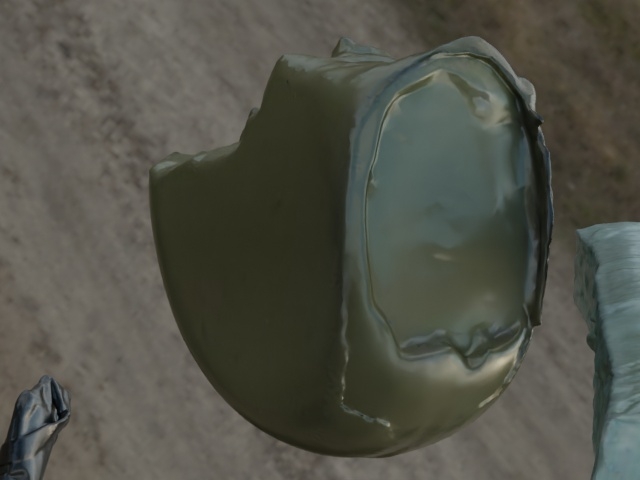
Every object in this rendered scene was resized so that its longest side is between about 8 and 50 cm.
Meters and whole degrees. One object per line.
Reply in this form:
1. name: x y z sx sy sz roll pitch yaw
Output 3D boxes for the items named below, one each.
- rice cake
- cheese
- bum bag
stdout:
1. rice cake: 0.100 0.036 0.439 0.045 0.042 0.245 3 12 9
2. cheese: 0.000 0.000 0.616 0.091 0.175 0.202 -2 9 -36
3. bum bag: -0.246 0.210 1.222 0.049 0.197 0.087 9 -12 14
